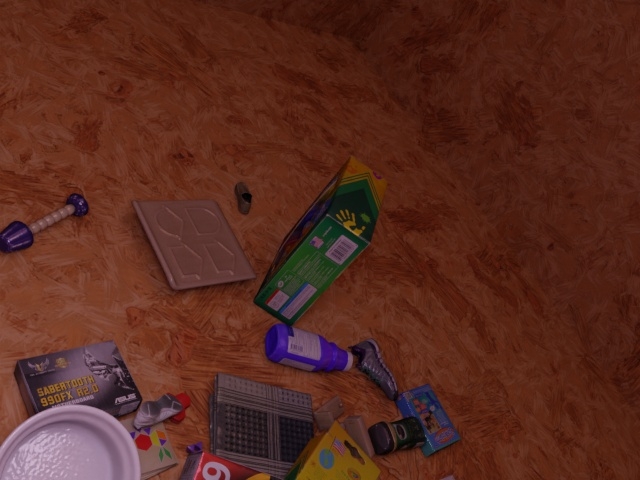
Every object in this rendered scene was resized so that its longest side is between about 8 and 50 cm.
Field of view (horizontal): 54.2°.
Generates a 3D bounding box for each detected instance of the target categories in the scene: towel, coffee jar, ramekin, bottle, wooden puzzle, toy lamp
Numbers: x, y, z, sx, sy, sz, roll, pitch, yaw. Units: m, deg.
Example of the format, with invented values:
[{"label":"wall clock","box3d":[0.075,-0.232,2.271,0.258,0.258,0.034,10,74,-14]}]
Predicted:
[{"label":"towel","box3d":[-0.154,0.522,1.667,0.324,0.056,0.312,23,42,-29]},{"label":"coffee jar","box3d":[0.232,0.598,1.917,0.184,0.079,0.096,7,51,-41]},{"label":"ramekin","box3d":[-0.509,0.471,1.229,0.277,0.135,0.277,12,66,-29]},{"label":"bottle","box3d":[-0.032,0.342,1.923,0.282,0.092,0.118,20,41,-28]},{"label":"wooden puzzle","box3d":[-0.396,0.014,1.942,0.347,0.080,0.322,-2,54,-50]},{"label":"toy lamp","box3d":[-0.741,-0.048,1.669,0.080,0.080,0.275,41,34,-1]}]

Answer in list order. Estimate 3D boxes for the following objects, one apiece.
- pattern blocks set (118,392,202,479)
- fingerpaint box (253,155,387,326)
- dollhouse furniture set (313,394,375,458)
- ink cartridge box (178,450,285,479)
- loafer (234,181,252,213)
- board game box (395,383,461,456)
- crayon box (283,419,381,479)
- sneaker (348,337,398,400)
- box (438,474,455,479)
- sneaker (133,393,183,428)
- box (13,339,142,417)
[{"label":"pattern blocks set","box3d":[-0.426,0.482,1.452,0.324,0.026,0.285,7,46,-39]},{"label":"fingerpaint box","box3d":[0.000,0.000,2.009,0.163,0.445,0.371,35,36,-9]},{"label":"dollhouse furniture set","box3d":[0.093,0.528,1.786,0.123,0.151,0.144,-21,93,-52]},{"label":"ink cartridge box","box3d":[-0.195,0.643,1.320,0.271,0.130,0.310,26,60,-17]},{"label":"loafer","box3d":[-0.272,-0.162,2.260,0.056,0.050,0.148,13,44,-35]},{"label":"board game box","box3d":[0.354,0.590,2.069,0.160,0.047,0.210,-2,53,-45]},{"label":"crayon box","box3d":[0.009,0.646,1.597,0.202,0.081,0.318,50,43,-4]},{"label":"sneaker","box3d":[0.170,0.435,2.055,0.098,0.083,0.224,-13,57,-23]},{"label":"box","box3d":[0.365,0.798,1.870,0.186,0.038,0.145,0,53,-42]},{"label":"sneaker","box3d":[-0.391,0.411,1.500,0.054,0.061,0.152,46,15,22]},{"label":"box","box3d":[-0.553,0.336,1.435,0.231,0.056,0.183,-6,50,-44]}]
